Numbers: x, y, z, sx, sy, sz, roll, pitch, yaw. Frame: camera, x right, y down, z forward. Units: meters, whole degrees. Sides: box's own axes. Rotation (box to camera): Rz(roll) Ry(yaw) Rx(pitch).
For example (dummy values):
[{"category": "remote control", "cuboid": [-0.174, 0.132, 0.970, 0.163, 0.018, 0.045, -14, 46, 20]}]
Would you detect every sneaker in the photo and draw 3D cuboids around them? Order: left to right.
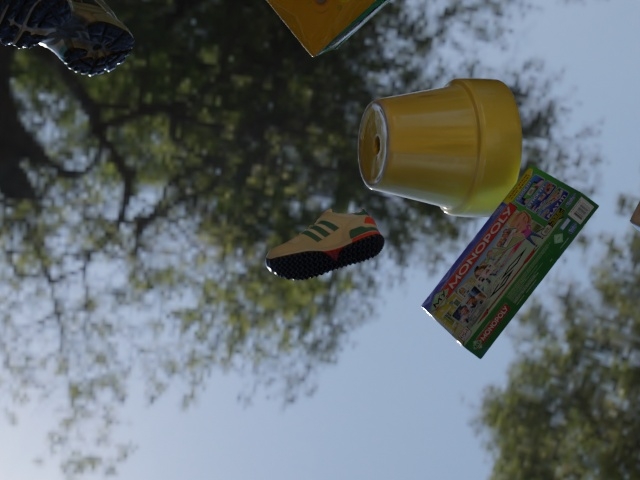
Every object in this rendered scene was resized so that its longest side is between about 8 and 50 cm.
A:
[{"category": "sneaker", "cuboid": [-0.360, -0.305, 1.847, 0.122, 0.110, 0.283, 57, -167, 31]}, {"category": "sneaker", "cuboid": [0.000, 0.000, 1.961, 0.161, 0.057, 0.075, -15, -131, -7]}]

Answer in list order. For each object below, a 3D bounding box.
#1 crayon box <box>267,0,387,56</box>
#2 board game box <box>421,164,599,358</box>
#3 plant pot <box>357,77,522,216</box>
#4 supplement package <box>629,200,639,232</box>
[{"category": "crayon box", "cuboid": [0.036, -0.467, 1.840, 0.313, 0.363, 0.106, 51, -158, 4]}, {"category": "board game box", "cuboid": [0.315, 0.031, 2.484, 0.046, 0.317, 0.213, 36, -177, -23]}, {"category": "plant pot", "cuboid": [0.205, -0.171, 2.658, 0.239, 0.254, 0.254, 1, -148, -18]}, {"category": "supplement package", "cuboid": [0.558, -0.031, 1.952, 0.177, 0.175, 0.293, 27, 178, 29]}]
